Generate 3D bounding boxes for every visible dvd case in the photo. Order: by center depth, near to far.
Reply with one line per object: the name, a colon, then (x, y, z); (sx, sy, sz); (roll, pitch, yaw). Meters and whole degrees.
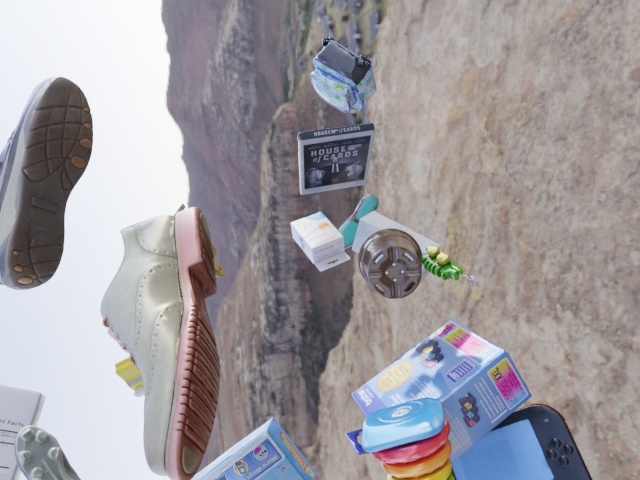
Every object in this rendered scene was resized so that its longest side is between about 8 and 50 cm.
dvd case: (0.035, -0.196, 1.347); (0.239, 0.179, 0.030); (92, 167, -65)

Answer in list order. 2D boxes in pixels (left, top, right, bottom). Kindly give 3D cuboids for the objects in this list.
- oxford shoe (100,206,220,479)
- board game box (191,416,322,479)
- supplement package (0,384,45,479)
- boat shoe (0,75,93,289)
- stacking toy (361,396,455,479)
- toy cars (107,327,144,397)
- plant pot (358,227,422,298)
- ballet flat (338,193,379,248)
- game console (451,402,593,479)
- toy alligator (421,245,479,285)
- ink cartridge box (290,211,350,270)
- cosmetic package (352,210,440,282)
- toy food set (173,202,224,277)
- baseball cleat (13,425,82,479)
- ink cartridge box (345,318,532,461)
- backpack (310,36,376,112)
oxford shoe: (-0.221, 0.130, 0.748); (0.141, 0.146, 0.397); (84, 177, -49)
board game box: (-0.137, 0.615, 1.223); (0.302, 0.308, 0.086); (52, -175, 1)
supplement package: (-0.939, 0.577, 1.580); (0.177, 0.175, 0.293); (136, 147, -61)
boat shoe: (-0.477, -0.102, 0.876); (0.132, 0.130, 0.356); (45, -128, -65)
stacking toy: (0.202, 0.475, 1.060); (0.175, 0.165, 0.302); (-9, -99, -82)
toy cars: (-0.524, 0.360, 1.606); (0.394, 0.176, 0.087); (102, 165, -44)
plant pot: (0.176, 0.062, 1.328); (0.165, 0.166, 0.167); (-71, -22, -82)
ballet flat: (0.122, -0.056, 1.828); (0.222, 0.076, 0.079); (-56, -7, -10)
game console: (0.465, 0.617, 1.345); (0.060, 0.386, 0.342); (37, -148, -51)
toy alligator: (0.279, 0.066, 1.230); (0.056, 0.051, 0.190); (57, 174, -34)
ink cartridge box: (0.000, 0.000, 1.583); (0.181, 0.104, 0.062); (49, 154, 44)
cosmetic package: (0.217, 0.019, 1.594); (0.231, 0.085, 0.117); (31, 127, 22)
toy food set: (-0.330, 0.017, 1.384); (0.218, 0.071, 0.128); (59, -171, -26)
baseball cleat: (-0.475, 0.421, 0.967); (0.109, 0.072, 0.206); (-31, 94, 48)
ink cartridge box: (0.251, 0.388, 1.297); (0.151, 0.395, 0.270); (55, 173, -15)
backpack: (0.040, -0.278, 0.957); (0.105, 0.084, 0.114); (36, 178, 22)
